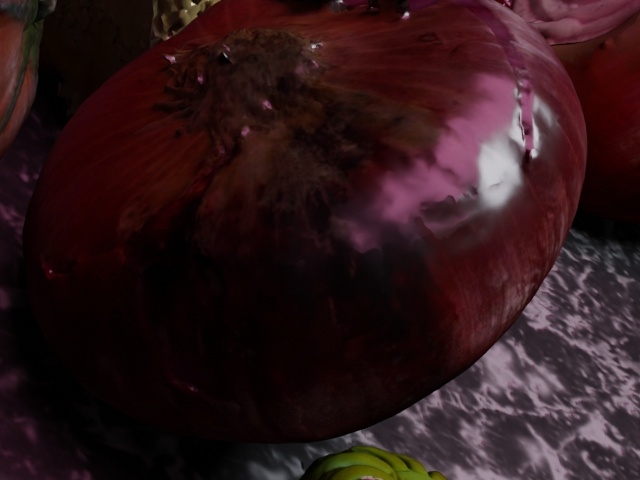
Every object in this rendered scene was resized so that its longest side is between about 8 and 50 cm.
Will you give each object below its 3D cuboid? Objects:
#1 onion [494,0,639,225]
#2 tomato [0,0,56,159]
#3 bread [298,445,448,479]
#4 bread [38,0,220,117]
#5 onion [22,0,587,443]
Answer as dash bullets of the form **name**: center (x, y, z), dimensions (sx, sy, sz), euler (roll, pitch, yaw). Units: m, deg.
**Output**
- **onion**: center (0.314, -0.172, 1.707), dimensions (0.341, 0.341, 0.341), euler (27, 27, -15)
- **tomato**: center (-0.276, -0.156, 1.064), dimensions (0.265, 0.265, 0.265), euler (27, 27, -15)
- **bread**: center (0.048, 0.179, 1.080), dimensions (0.130, 0.071, 0.139), euler (24, 28, -29)
- **bread**: center (-0.082, -0.229, 1.345), dimensions (0.279, 0.248, 0.315), euler (-7, 37, -21)
- **onion**: center (0.000, 0.000, 1.119), dimensions (0.348, 0.347, 0.285), euler (-109, 178, -51)
